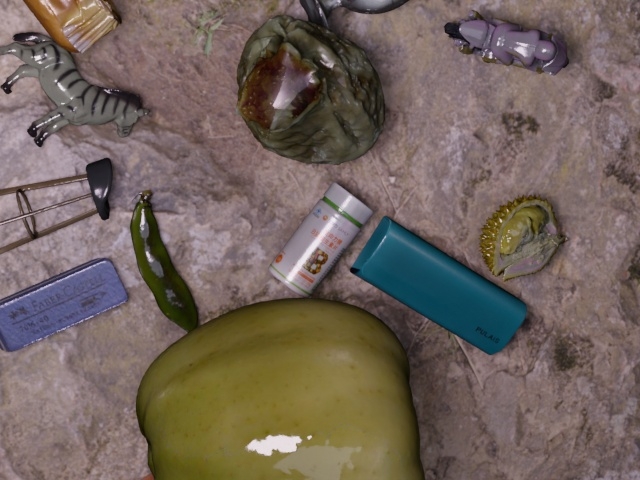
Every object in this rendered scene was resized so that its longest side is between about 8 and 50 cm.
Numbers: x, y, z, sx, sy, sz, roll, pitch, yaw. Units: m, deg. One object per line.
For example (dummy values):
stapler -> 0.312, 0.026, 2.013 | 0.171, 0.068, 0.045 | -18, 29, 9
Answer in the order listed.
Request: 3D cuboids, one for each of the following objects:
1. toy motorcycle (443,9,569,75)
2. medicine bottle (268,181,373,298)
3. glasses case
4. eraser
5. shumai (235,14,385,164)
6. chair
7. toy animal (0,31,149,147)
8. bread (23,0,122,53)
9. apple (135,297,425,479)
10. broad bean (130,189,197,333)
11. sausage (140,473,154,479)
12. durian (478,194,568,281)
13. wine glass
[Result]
toy motorcycle -> 0.317, -0.313, 1.703 | 0.225, 0.152, 0.073 | 13, 98, -15
medicine bottle -> 0.000, 0.000, 1.741 | 0.086, 0.086, 0.183 | 36, 93, -17
glasses case -> 0.207, 0.084, 1.816 | 0.301, 0.070, 0.117 | 30, 95, -18
eraser -> -0.427, 0.103, 1.697 | 0.225, 0.036, 0.082 | -23, 108, -7
shumai -> -0.027, -0.193, 1.602 | 0.225, 0.222, 0.260 | -28, 121, 28
chair -> -0.415, -0.050, 1.642 | 0.222, 0.104, 0.095 | -20, 132, -3
toy animal -> -0.385, -0.232, 1.615 | 0.176, 0.073, 0.216 | -33, 103, -9
bread -> -0.398, -0.390, 1.539 | 0.107, 0.136, 0.241 | -36, 107, 0
apple -> -0.054, 0.314, 1.621 | 0.474, 0.473, 0.473 | -3, 103, -12
broad bean -> -0.260, 0.045, 1.715 | 0.065, 0.046, 0.254 | -25, 106, -19
sausage -> -0.198, 0.520, 1.800 | 0.121, 0.121, 0.304 | -39, 109, -2
durian -> 0.350, -0.011, 1.817 | 0.208, 0.102, 0.146 | -1, 106, -36
wine glass -> 0.083, -0.400, 1.662 | 0.222, 0.103, 0.103 | -25, 107, -6
